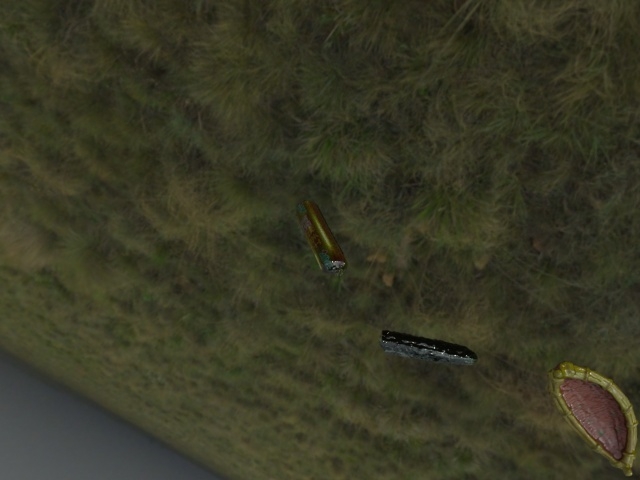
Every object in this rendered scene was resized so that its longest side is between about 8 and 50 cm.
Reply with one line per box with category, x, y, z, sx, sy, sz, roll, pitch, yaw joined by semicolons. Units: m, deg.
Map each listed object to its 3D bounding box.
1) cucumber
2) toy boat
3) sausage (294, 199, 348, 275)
cucumber;0.329;0.332;1.514;0.304;0.072;0.081;10;168;5
toy boat;0.576;0.355;1.054;0.141;0.099;0.318;-30;107;28
sausage;0.000;0.000;1.347;0.082;0.082;0.371;47;-171;-30
